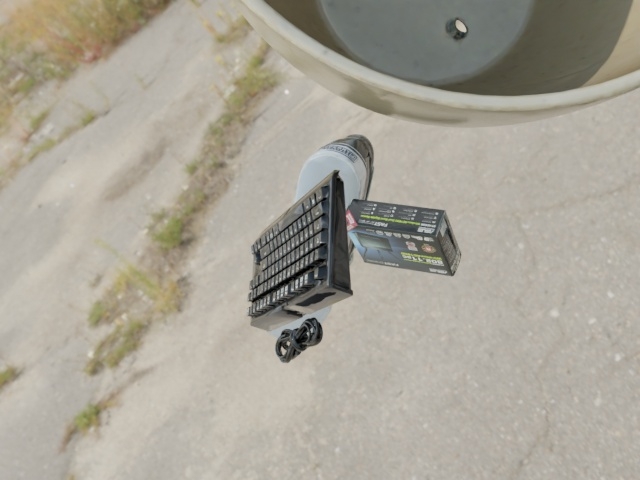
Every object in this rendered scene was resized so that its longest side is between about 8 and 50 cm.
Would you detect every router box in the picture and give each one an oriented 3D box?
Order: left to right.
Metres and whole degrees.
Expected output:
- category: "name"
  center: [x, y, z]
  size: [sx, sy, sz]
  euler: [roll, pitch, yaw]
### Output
- category: "router box"
  center: [0.097, -0.003, 0.995]
  size: [0.122, 0.092, 0.038]
  euler: [9, 62, 28]

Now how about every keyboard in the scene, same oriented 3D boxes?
- category: "keyboard"
  center: [-0.020, 0.027, 0.570]
  size: [0.180, 0.023, 0.108]
  euler: [145, 123, -67]

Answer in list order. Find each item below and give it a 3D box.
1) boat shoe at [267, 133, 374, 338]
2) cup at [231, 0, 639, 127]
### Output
- category: "boat shoe"
  center: [-0.004, -0.002, 1.111]
  size: [0.113, 0.306, 0.105]
  euler: [23, 32, 14]
- category: "cup"
  center: [0.079, -0.206, 0.515]
  size: [0.331, 0.331, 0.237]
  euler: [-47, -4, -8]
